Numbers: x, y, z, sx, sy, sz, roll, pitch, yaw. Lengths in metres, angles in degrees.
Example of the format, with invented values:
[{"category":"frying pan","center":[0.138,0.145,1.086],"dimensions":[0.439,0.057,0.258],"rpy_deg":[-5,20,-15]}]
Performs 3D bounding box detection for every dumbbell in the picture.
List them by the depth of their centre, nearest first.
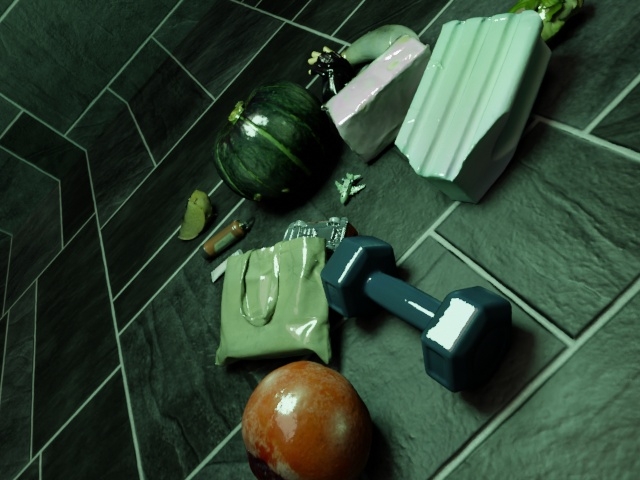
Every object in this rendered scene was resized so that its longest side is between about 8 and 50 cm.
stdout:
[{"category":"dumbbell","center":[0.145,0.105,0.748],"dimensions":[0.324,0.144,0.160],"rpy_deg":[27,83,48]}]

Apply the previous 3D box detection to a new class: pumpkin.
[{"category":"pumpkin","center":[-0.125,-0.250,1.151],"dimensions":[0.323,0.241,0.323],"rpy_deg":[-39,31,28]}]

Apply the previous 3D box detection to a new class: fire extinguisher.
[{"category":"fire extinguisher","center":[-0.258,-0.011,1.243],"dimensions":[0.177,0.050,0.062],"rpy_deg":[-34,7,16]}]

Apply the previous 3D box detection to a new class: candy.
[{"category":"candy","center":[0.152,-0.323,1.030],"dimensions":[0.265,0.155,0.116],"rpy_deg":[-40,42,11]}]

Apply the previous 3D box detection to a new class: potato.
[{"category":"potato","center":[-0.367,-0.074,1.371],"dimensions":[0.101,0.089,0.172],"rpy_deg":[-77,13,-52]}]

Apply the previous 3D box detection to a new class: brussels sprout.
[{"category":"brussels sprout","center":[0.439,-0.460,0.932],"dimensions":[0.181,0.100,0.139],"rpy_deg":[-31,27,44]}]

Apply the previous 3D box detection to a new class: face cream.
[{"category":"face cream","center":[-0.253,0.067,1.202],"dimensions":[0.115,0.020,0.038],"rpy_deg":[-39,44,16]}]

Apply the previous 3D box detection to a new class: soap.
[{"category":"soap","center":[0.288,-0.256,0.869],"dimensions":[0.208,0.115,0.347],"rpy_deg":[16,80,44]}]

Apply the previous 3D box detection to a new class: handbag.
[{"category":"handbag","center":[-0.104,0.135,0.950],"dimensions":[0.315,0.109,0.254],"rpy_deg":[-14,70,38]}]

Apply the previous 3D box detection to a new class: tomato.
[{"category":"tomato","center":[-0.025,0.303,0.705],"dimensions":[0.208,0.208,0.185],"rpy_deg":[-11,36,35]}]

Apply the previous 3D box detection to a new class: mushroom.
[{"category":"mushroom","center":[0.157,-0.517,1.212],"dimensions":[0.118,0.103,0.270],"rpy_deg":[-52,32,-9]}]

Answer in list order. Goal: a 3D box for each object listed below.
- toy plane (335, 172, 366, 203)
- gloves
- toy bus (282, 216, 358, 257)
[{"category":"toy plane","center":[0.064,-0.125,1.056],"dimensions":[0.080,0.033,0.083],"rpy_deg":[12,70,29]},{"category":"gloves","center":[0.033,-0.447,1.216],"dimensions":[0.123,0.164,0.204],"rpy_deg":[-7,77,8]},{"category":"toy bus","center":[0.000,0.000,0.990],"dimensions":[0.174,0.077,0.079],"rpy_deg":[-3,66,40]}]
